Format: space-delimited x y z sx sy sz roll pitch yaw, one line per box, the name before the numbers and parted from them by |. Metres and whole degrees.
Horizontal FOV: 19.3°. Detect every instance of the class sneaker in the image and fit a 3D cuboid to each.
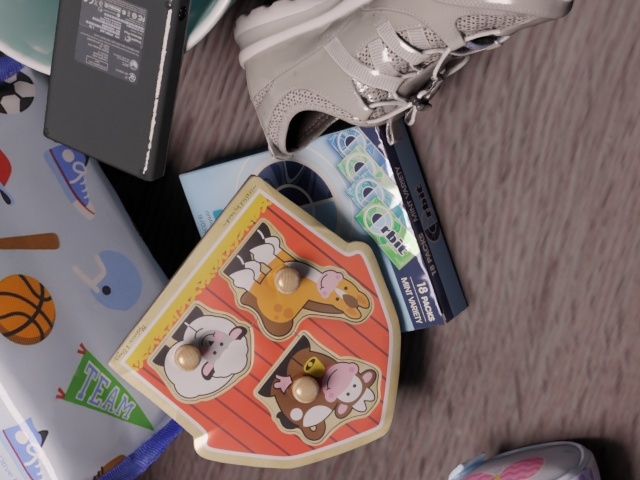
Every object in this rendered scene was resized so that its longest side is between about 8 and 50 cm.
sneaker | 0.062 -0.124 1.275 0.281 0.105 0.115 -13 82 45

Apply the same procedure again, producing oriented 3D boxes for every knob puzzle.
knob puzzle | -0.024 0.079 1.336 0.213 0.030 0.213 -1 96 -12

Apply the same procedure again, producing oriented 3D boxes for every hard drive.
hard drive | -0.138 -0.117 1.259 0.094 0.022 0.135 23 117 23

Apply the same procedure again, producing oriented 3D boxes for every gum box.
gum box | 0.000 0.000 1.402 0.184 0.041 0.157 -14 100 35

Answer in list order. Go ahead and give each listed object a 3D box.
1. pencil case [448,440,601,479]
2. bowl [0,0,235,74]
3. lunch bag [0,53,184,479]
pencil case | 0.176 0.281 1.351 0.124 0.113 0.273 -1 109 60
bowl | -0.132 -0.278 1.312 0.311 0.163 0.311 10 112 27
lunch bag | -0.287 0.072 1.480 0.385 0.239 0.328 -30 92 49
